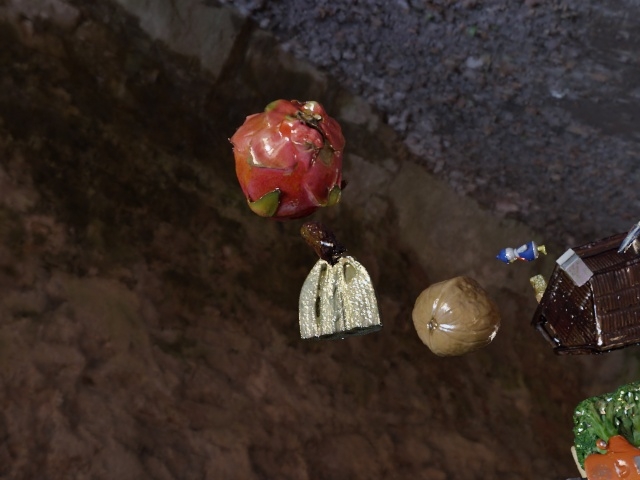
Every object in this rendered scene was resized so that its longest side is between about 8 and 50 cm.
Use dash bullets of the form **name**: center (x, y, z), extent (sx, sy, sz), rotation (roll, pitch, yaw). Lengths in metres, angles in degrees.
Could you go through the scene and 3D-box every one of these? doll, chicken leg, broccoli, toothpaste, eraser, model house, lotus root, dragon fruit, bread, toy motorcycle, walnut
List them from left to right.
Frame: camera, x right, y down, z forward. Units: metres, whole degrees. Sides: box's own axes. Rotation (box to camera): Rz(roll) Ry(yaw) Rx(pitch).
- **dragon fruit**: center (-0.043, -0.198, 1.802), extent (0.226, 0.305, 0.305), rotation (-15, 152, 37)
- **chicken leg**: center (0.000, 0.000, 1.996), extent (0.063, 0.105, 0.234), rotation (-19, -149, -20)
- **lotus root**: center (0.061, 0.184, 2.460), extent (0.267, 0.260, 0.149), rotation (-13, 161, 13)
- **walnut**: center (0.354, 0.196, 1.943), extent (0.228, 0.228, 0.228), rotation (19, 174, 2)
- **doll**: center (0.580, 0.037, 2.176), extent (0.143, 0.057, 0.099), rotation (-10, 157, 17)
- **bread**: center (0.729, 0.208, 2.375), extent (0.049, 0.226, 0.088), rotation (-36, 153, 27)
- **eraser**: center (0.475, 0.051, 1.404), extent (0.083, 0.038, 0.019), rotation (40, -168, -36)
- **toy motorcycle**: center (0.572, 0.492, 1.474), extent (0.221, 0.148, 0.325), rotation (10, 138, -23)
- **model house**: center (0.758, 0.179, 1.937), extent (0.317, 0.297, 0.282), rotation (-12, -146, -15)
- **toothpaste**: center (0.670, -0.005, 1.621), extent (0.019, 0.083, 0.027), rotation (38, -171, 39)
- **broccoli**: center (0.727, 0.471, 1.694), extent (0.308, 0.308, 0.275), rotation (18, 178, 13)

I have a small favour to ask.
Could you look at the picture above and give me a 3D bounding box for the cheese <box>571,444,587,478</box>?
- **cheese**: center (0.872, 0.794, 2.155), extent (0.384, 0.104, 0.384), rotation (57, -167, -20)
